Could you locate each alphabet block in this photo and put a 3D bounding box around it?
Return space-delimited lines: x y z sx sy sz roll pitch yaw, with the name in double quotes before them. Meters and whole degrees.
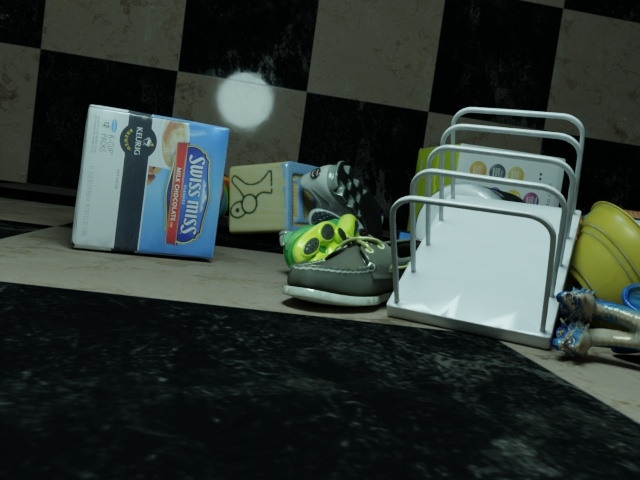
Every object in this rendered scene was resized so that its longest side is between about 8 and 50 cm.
"alphabet block" -0.117 -0.109 1.745 0.197 0.192 0.193 0 -3 32

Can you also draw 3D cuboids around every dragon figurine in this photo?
"dragon figurine" 0.382 0.096 0.709 0.289 0.085 0.144 4 6 -35

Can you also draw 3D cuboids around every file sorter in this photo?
"file sorter" 0.218 -0.036 0.802 0.193 0.173 0.277 10 37 24

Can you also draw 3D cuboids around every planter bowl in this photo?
"planter bowl" 0.397 0.061 0.881 0.090 0.217 0.217 -27 3 3

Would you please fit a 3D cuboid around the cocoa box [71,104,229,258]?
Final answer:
"cocoa box" -0.318 -0.106 1.176 0.228 0.231 0.347 7 4 -19

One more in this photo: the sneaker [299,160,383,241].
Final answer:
"sneaker" 0.060 -0.083 1.701 0.146 0.122 0.330 -6 -41 31

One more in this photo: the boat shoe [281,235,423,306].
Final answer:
"boat shoe" 0.060 0.038 0.868 0.109 0.091 0.305 10 4 37

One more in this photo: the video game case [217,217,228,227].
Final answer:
"video game case" -0.483 -0.085 1.970 0.329 0.036 0.300 6 4 -25

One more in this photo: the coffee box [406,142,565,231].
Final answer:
"coffee box" 0.484 -0.102 1.955 0.334 0.337 0.338 7 4 -13

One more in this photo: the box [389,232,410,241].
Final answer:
"box" 0.247 0.009 1.876 0.083 0.062 0.052 9 3 14

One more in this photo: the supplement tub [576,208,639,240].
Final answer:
"supplement tub" 0.638 0.040 1.261 0.316 0.193 0.193 9 4 18

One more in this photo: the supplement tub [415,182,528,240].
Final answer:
"supplement tub" 0.370 -0.016 1.442 0.207 0.207 0.338 10 5 33

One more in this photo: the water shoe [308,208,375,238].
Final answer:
"water shoe" 0.047 -0.018 1.609 0.203 0.073 0.080 30 1 -21

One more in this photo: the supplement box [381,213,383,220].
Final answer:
"supplement box" 0.059 -0.042 1.889 0.220 0.114 0.111 12 6 34

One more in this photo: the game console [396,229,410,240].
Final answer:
"game console" 0.261 0.013 1.791 0.122 0.071 0.107 8 4 8

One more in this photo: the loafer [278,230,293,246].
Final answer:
"loafer" -0.043 0.009 1.534 0.125 0.039 0.045 13 -30 -24

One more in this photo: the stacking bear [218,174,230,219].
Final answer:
"stacking bear" -0.320 -0.123 1.798 0.175 0.164 0.289 18 10 8

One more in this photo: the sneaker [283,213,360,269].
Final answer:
"sneaker" -0.003 0.027 1.022 0.123 0.109 0.295 -19 1 14

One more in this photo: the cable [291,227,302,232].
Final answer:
"cable" 0.000 0.000 1.456 0.184 0.047 0.150 -3 24 -36

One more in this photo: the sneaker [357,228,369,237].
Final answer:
"sneaker" 0.041 0.015 1.291 0.087 0.083 0.221 -21 -16 17
